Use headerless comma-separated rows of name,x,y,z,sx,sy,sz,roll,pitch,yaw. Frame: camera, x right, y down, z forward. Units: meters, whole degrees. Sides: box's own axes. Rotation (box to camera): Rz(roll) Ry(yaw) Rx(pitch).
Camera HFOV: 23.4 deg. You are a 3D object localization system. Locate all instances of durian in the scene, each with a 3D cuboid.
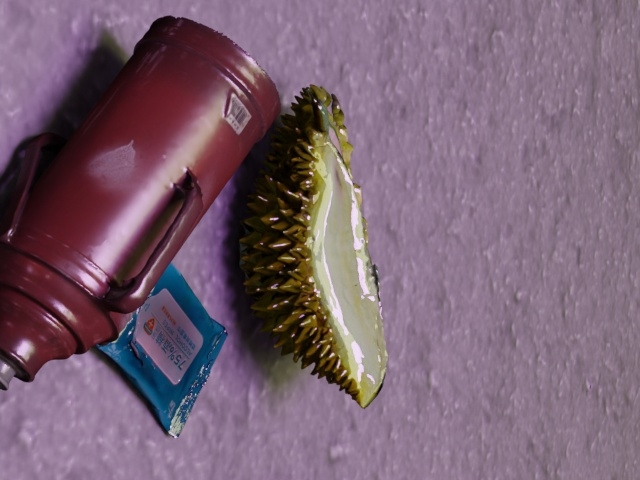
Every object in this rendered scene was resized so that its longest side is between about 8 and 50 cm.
durian,-0.009,0.000,1.062,0.137,0.095,0.221,-97,-178,-80

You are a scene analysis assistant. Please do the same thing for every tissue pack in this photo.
tissue pack,-0.104,0.058,0.985,0.085,0.028,0.138,-62,144,-26

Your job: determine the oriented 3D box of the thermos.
thermos,-0.118,-0.013,0.875,0.232,0.124,0.099,-57,133,-24
